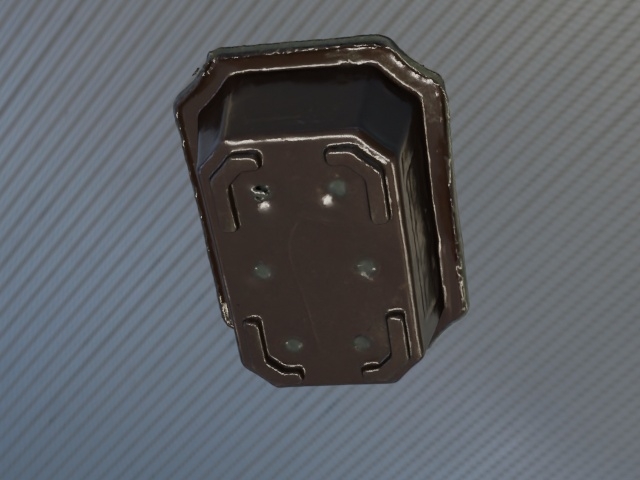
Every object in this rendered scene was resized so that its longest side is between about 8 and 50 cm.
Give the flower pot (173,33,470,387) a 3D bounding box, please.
[{"bbox_3d":[0.000,0.000,0.856,0.178,0.084,0.251,-3,125,11],"label":"flower pot"}]
